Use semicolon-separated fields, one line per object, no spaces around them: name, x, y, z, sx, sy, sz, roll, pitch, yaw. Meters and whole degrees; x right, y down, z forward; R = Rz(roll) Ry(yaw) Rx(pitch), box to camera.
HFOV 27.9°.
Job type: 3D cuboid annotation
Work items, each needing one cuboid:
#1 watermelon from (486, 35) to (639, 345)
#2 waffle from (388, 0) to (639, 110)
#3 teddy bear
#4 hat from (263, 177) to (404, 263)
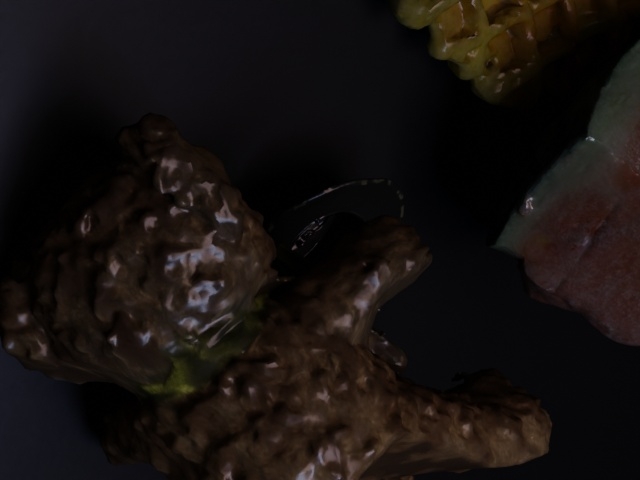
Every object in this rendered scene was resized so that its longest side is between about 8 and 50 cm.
watermelon;0.279;-0.045;0.905;0.283;0.293;0.250;-15;119;-52
waffle;0.168;-0.243;0.887;0.307;0.060;0.311;5;108;-46
teddy bear;-0.029;0.070;0.761;0.246;0.222;0.296;-34;159;26
hat;0.000;0.000;0.837;0.121;0.050;0.121;-18;127;-25
